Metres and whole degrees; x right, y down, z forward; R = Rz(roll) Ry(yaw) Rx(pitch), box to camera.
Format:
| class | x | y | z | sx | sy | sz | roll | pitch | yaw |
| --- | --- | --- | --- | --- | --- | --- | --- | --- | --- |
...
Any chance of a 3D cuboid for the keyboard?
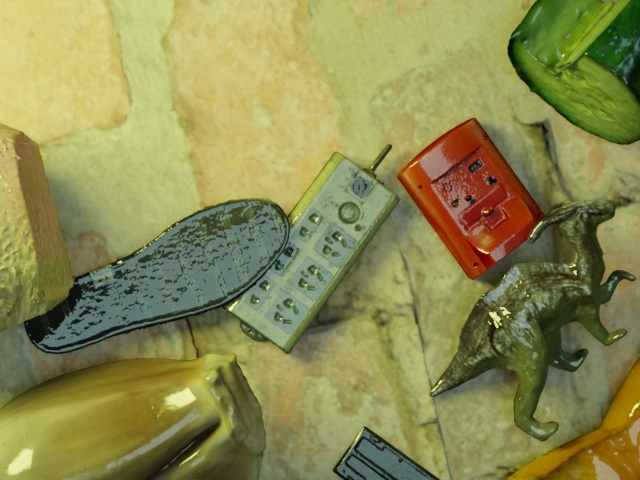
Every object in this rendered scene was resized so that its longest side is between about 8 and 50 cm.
| class | x | y | z | sx | sy | sz | roll | pitch | yaw |
| --- | --- | --- | --- | --- | --- | --- | --- | --- | --- |
| keyboard | 0.111 | 0.295 | 1.901 | 0.202 | 0.011 | 0.067 | 37 | 84 | -10 |

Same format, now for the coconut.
| class | x | y | z | sx | sy | sz | roll | pitch | yaw |
| --- | --- | --- | --- | --- | --- | --- | --- | --- | --- |
| coconut | -0.379 | -0.020 | 1.688 | 0.233 | 0.233 | 0.245 | -20 | 99 | -10 |

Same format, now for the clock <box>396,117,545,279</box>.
| class | x | y | z | sx | sy | sz | roll | pitch | yaw |
| --- | --- | --- | --- | --- | --- | --- | --- | --- | --- |
| clock | 0.173 | -0.049 | 1.875 | 0.113 | 0.061 | 0.155 | -38 | 96 | -9 |

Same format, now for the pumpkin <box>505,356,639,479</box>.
| class | x | y | z | sx | sy | sz | roll | pitch | yaw |
| --- | --- | --- | --- | --- | --- | --- | --- | --- | --- |
| pumpkin | 0.376 | 0.282 | 1.910 | 0.290 | 0.095 | 0.258 | -38 | 101 | -14 |

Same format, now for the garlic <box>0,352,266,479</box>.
| class | x | y | z | sx | sy | sz | roll | pitch | yaw |
| --- | --- | --- | --- | --- | --- | --- | --- | --- | --- |
| garlic | -0.230 | 0.261 | 1.723 | 0.340 | 0.246 | 0.231 | -26 | 109 | -24 |

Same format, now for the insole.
| class | x | y | z | sx | sy | sz | roll | pitch | yaw |
| --- | --- | --- | --- | --- | --- | --- | --- | --- | --- |
| insole | -0.177 | 0.040 | 1.816 | 0.309 | 0.012 | 0.110 | -20 | 88 | -4 |

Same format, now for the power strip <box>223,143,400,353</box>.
| class | x | y | z | sx | sy | sz | roll | pitch | yaw |
| --- | --- | --- | --- | --- | --- | --- | --- | --- | --- |
| power strip | 0.000 | 0.000 | 1.855 | 0.092 | 0.034 | 0.268 | 37 | 85 | -10 |

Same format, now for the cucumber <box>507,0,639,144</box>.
| class | x | y | z | sx | sy | sz | roll | pitch | yaw |
| --- | --- | --- | --- | --- | --- | --- | --- | --- | --- |
| cucumber | 0.320 | -0.198 | 1.840 | 0.191 | 0.191 | 0.130 | 34 | 86 | -10 |

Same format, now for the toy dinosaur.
| class | x | y | z | sx | sy | sz | roll | pitch | yaw |
| --- | --- | --- | --- | --- | --- | --- | --- | --- | --- |
| toy dinosaur | 0.254 | 0.089 | 1.880 | 0.162 | 0.077 | 0.294 | 35 | 89 | -14 |
